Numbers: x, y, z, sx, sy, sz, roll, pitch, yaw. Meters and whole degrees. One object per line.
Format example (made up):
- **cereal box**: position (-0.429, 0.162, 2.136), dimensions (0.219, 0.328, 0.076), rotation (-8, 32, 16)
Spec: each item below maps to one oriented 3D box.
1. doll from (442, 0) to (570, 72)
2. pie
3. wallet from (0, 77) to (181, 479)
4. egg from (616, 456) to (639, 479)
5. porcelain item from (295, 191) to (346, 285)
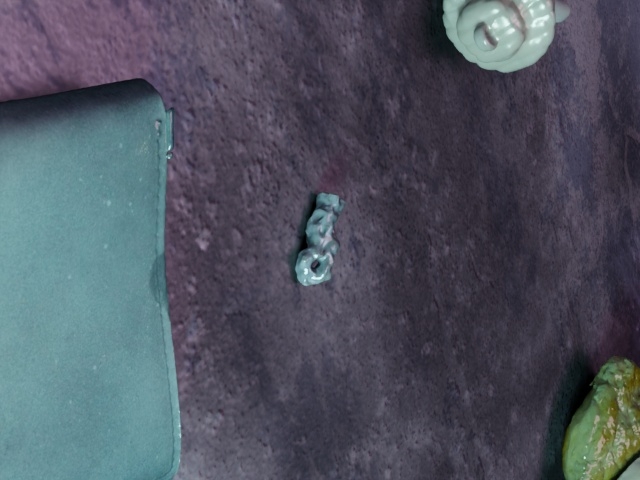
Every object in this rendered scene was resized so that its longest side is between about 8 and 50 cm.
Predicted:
- **doll**: position (0.216, -0.273, 1.124), dimensions (0.138, 0.119, 0.293), rotation (62, 41, -25)
- **pie**: position (0.403, 0.290, 1.436), dimensions (0.274, 0.106, 0.257), rotation (24, 83, -52)
- **wallet**: position (-0.184, 0.058, 0.635), dimensions (0.251, 0.054, 0.290), rotation (-20, 110, -46)
- **egg**: position (0.477, 0.428, 1.393), dimensions (0.337, 0.201, 0.337), rotation (-28, 132, -37)
- **porcelain item**: position (0.000, 0.000, 0.916), dimensions (0.036, 0.028, 0.083), rotation (27, 72, -34)
